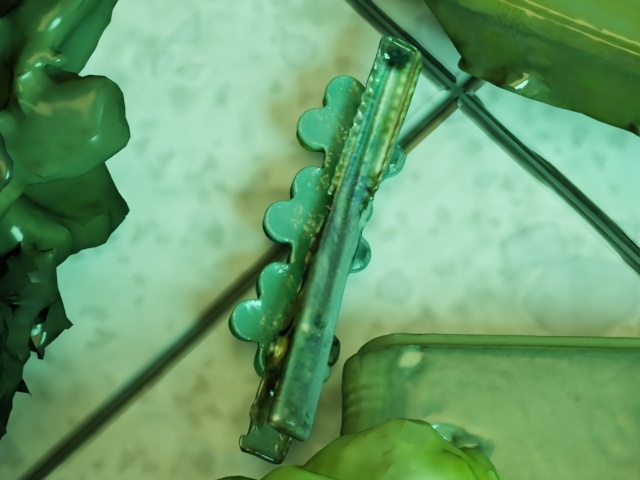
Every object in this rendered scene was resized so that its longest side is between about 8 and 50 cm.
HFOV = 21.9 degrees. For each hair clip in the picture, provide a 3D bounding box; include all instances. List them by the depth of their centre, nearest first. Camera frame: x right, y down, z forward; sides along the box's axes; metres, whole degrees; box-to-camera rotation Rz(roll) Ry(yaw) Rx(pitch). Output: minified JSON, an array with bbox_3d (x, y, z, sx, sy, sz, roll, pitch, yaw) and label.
[{"bbox_3d":[-0.001,0.000,0.625,0.049,0.049,0.173,16,67,5],"label":"hair clip"}]

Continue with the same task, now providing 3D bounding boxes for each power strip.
[{"bbox_3d":[0.200,0.084,0.590,0.387,0.066,0.092,1,70,3],"label":"power strip"}]

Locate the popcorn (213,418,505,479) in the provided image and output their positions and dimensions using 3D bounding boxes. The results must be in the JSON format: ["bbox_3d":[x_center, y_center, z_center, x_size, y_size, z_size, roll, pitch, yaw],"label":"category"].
[{"bbox_3d":[0.003,0.220,0.429,0.274,0.279,0.335,-23,45,35],"label":"popcorn"}]

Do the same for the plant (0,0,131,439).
[{"bbox_3d":[-0.177,0.010,0.530,0.312,0.215,0.213,-30,82,-15],"label":"plant"}]

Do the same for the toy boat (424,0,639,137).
[{"bbox_3d":[0.216,-0.087,0.586,0.445,0.136,0.162,20,106,11],"label":"toy boat"}]
